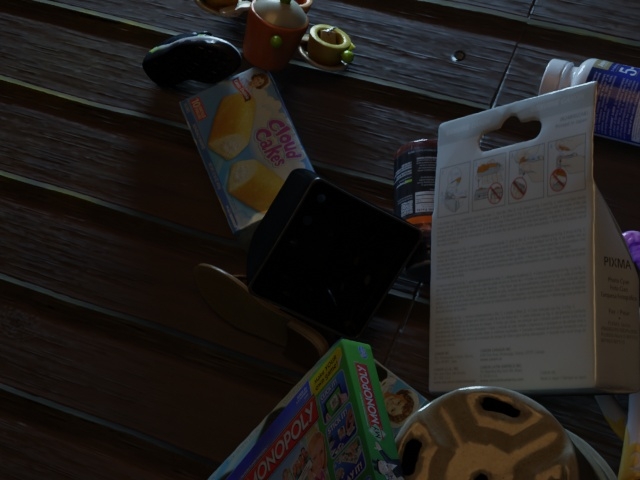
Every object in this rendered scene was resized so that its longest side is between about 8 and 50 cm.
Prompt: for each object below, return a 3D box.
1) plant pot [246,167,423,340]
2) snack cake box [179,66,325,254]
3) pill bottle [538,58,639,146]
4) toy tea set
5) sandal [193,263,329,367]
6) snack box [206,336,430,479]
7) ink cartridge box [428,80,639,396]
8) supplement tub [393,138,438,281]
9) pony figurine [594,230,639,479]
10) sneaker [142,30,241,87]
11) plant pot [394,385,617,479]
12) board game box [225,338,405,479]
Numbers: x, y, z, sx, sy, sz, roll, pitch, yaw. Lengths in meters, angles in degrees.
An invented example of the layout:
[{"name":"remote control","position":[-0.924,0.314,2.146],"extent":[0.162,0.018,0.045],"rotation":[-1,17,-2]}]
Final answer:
[{"name":"plant pot","position":[0.000,0.000,1.822],"extent":[0.187,0.188,0.167],"rotation":[-59,25,11]},{"name":"snack cake box","position":[-0.100,-0.129,1.990],"extent":[0.152,0.089,0.264],"rotation":[-26,61,3]},{"name":"pill bottle","position":[0.421,-0.206,1.878],"extent":[0.186,0.112,0.112],"rotation":[17,70,21]},{"name":"toy tea set","position":[-0.083,-0.401,2.055],"extent":[0.200,0.124,0.336],"rotation":[-14,50,-38]},{"name":"sandal","position":[-0.074,0.097,1.897],"extent":[0.240,0.088,0.079],"rotation":[33,45,19]},{"name":"snack box","position":[-0.010,0.300,1.751],"extent":[0.322,0.060,0.187],"rotation":[-47,47,-10]},{"name":"ink cartridge box","position":[0.275,0.012,1.682],"extent":[0.308,0.091,0.385],"rotation":[-11,73,54]},{"name":"supplement tub","position":[0.159,-0.042,1.872],"extent":[0.106,0.106,0.198],"rotation":[-4,65,13]},{"name":"pony figurine","position":[0.469,0.095,1.651],"extent":[0.351,0.303,0.363],"rotation":[-24,70,17]},{"name":"sneaker","position":[-0.201,-0.312,2.069],"extent":[0.234,0.084,0.097],"rotation":[3,47,47]},{"name":"plant pot","position":[0.211,0.330,1.565],"extent":[0.333,0.305,0.334],"rotation":[-6,64,12]},{"name":"board game box","position":[-0.016,0.301,1.561],"extent":[0.317,0.046,0.213],"rotation":[-53,35,34]}]
